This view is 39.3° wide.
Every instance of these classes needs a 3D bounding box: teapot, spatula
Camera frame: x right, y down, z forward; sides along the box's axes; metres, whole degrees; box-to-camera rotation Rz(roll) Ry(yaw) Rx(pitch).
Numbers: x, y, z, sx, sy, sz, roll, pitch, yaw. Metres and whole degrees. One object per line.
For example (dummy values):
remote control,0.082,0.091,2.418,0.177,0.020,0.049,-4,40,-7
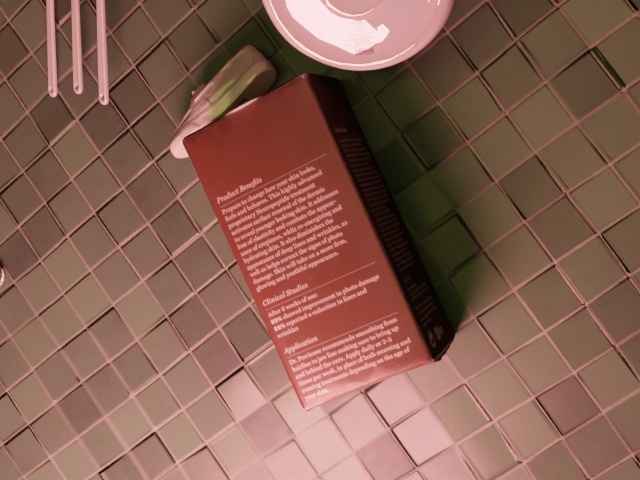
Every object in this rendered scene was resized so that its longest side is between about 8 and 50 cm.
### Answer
teapot,0.056,-0.340,1.065,0.256,0.187,0.252,33,128,-14
spatula,-0.345,-0.318,1.265,0.168,0.019,0.241,12,107,36

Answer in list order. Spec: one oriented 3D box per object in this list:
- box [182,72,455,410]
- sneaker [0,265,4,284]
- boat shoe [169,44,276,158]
box,0.000,0.000,1.143,0.191,0.143,0.381,-24,90,21
sneaker,-0.521,0.071,1.388,0.031,0.035,0.083,41,108,10
boat shoe,-0.143,-0.189,1.211,0.184,0.066,0.063,-44,67,21
